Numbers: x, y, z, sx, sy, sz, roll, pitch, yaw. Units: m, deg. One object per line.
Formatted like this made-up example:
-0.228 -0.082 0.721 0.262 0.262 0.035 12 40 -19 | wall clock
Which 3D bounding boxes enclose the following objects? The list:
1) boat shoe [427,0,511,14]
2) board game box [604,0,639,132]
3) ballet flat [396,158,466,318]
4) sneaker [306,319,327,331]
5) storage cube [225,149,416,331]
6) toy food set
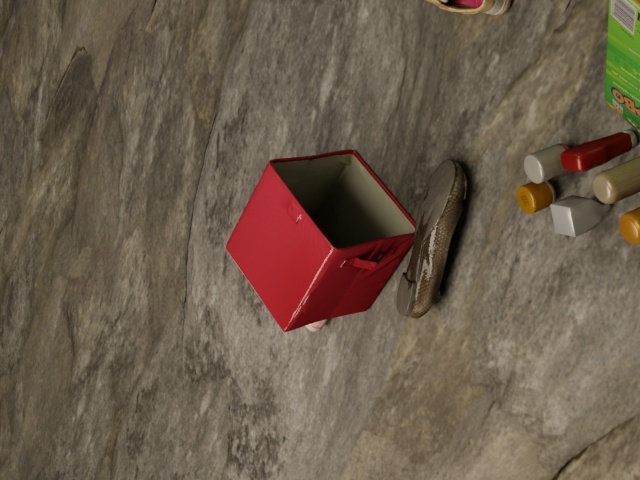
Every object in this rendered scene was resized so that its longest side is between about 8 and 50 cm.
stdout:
0.179 -0.345 1.395 0.170 0.059 0.063 24 116 43 | boat shoe
0.368 -0.182 1.130 0.124 0.039 0.259 51 175 25 | board game box
0.170 0.002 1.492 0.084 0.058 0.249 -121 42 -65 | ballet flat
-0.024 0.082 1.724 0.134 0.051 0.070 54 131 21 | sneaker
0.000 0.000 1.577 0.215 0.184 0.193 53 133 26 | storage cube
0.348 -0.072 1.265 0.232 0.105 0.111 18 127 64 | toy food set
